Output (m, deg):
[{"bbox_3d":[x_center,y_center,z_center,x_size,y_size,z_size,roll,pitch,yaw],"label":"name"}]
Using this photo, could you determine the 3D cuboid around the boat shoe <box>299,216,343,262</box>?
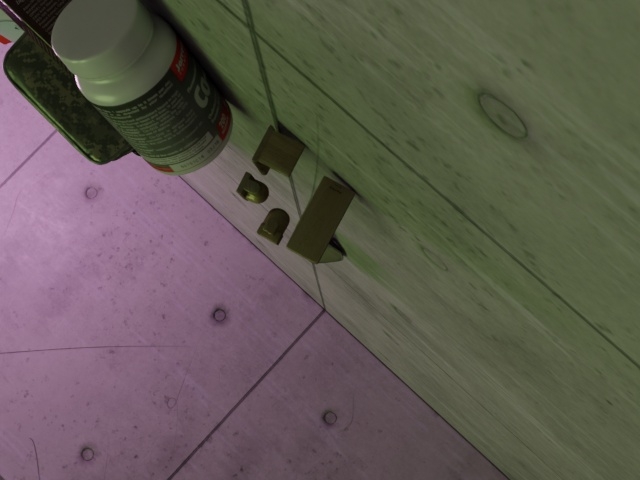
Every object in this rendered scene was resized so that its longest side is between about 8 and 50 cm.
[{"bbox_3d":[0.000,0.000,1.835,0.206,0.075,0.065,46,-142,-70],"label":"boat shoe"}]

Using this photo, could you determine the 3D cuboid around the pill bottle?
[{"bbox_3d":[-0.258,-0.234,1.353,0.161,0.161,0.283,39,172,34],"label":"pill bottle"}]

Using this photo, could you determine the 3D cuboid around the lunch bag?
[{"bbox_3d":[-0.437,-0.309,1.809,0.305,0.212,0.256,45,-170,-8],"label":"lunch bag"}]

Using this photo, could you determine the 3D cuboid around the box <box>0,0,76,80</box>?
[{"bbox_3d":[-0.392,-0.344,1.564,0.381,0.143,0.191,43,174,-14],"label":"box"}]

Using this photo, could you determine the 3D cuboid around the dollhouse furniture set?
[{"bbox_3d":[-0.036,-0.060,1.334,0.151,0.144,0.123,28,177,4],"label":"dollhouse furniture set"}]

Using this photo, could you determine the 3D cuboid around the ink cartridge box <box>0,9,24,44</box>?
[{"bbox_3d":[-0.726,-0.485,1.985,0.384,0.091,0.308,4,162,41],"label":"ink cartridge box"}]
